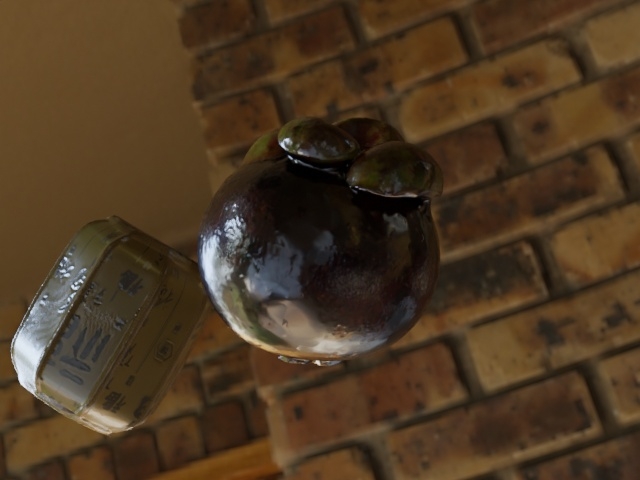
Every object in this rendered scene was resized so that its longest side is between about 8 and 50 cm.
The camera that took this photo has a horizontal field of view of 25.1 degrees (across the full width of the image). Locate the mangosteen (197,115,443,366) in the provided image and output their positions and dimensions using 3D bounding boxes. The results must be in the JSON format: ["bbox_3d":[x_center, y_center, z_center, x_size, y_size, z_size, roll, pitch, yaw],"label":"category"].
[{"bbox_3d":[0.000,0.000,1.149,0.209,0.210,0.210,-11,-33,-7],"label":"mangosteen"}]

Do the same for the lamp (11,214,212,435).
[{"bbox_3d":[-0.196,0.081,1.367,0.161,0.161,0.185,36,-98,-50],"label":"lamp"}]
